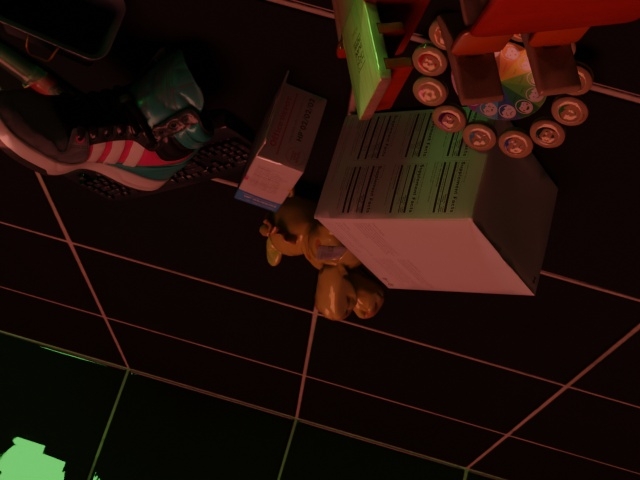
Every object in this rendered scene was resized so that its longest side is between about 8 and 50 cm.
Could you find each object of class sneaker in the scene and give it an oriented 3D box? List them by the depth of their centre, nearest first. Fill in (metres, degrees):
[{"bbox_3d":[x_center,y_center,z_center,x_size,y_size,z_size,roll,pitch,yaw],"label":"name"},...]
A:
[{"bbox_3d":[-0.224,-0.149,1.177,0.178,0.124,0.295,-36,158,23],"label":"sneaker"}]

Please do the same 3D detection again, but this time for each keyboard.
[{"bbox_3d":[-0.238,-0.122,1.411,0.317,0.033,0.201,-12,146,34],"label":"keyboard"}]

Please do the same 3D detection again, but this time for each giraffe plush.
[{"bbox_3d":[0.000,0.000,1.450,0.170,0.181,0.210,28,180,38],"label":"giraffe plush"}]

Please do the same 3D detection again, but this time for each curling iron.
[{"bbox_3d":[-0.380,-0.208,1.362,0.068,0.035,0.274,-3,152,40],"label":"curling iron"}]

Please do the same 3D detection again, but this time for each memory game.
[{"bbox_3d":[0.178,-0.156,1.025,0.186,0.012,0.186,15,140,13],"label":"memory game"}]

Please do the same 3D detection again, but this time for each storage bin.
[{"bbox_3d":[-0.295,-0.242,1.151,0.135,0.098,0.091,22,169,-12],"label":"storage bin"}]

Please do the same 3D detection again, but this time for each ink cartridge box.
[{"bbox_3d":[-0.046,-0.116,1.242,0.061,0.104,0.181,20,159,-8],"label":"ink cartridge box"}]

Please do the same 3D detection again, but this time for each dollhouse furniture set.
[{"bbox_3d":[0.144,-0.178,0.778,0.259,0.135,0.262,-8,164,-13],"label":"dollhouse furniture set"}]

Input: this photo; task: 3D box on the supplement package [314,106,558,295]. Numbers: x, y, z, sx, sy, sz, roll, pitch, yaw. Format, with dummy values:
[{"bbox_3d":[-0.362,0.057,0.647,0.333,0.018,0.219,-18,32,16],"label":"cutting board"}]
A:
[{"bbox_3d":[0.141,-0.044,1.217,0.203,0.149,0.194,1,153,35],"label":"supplement package"}]
